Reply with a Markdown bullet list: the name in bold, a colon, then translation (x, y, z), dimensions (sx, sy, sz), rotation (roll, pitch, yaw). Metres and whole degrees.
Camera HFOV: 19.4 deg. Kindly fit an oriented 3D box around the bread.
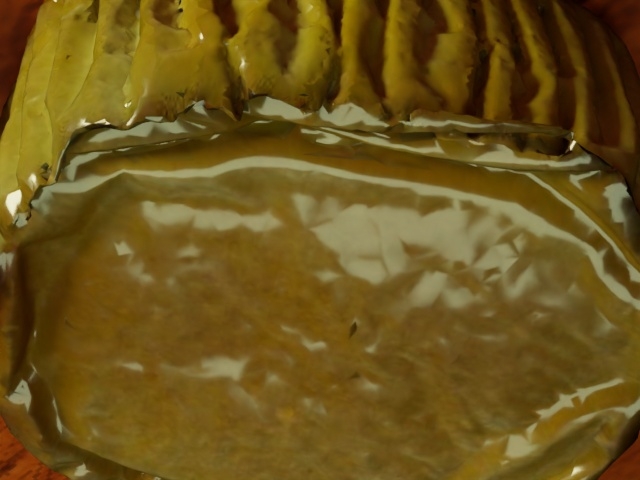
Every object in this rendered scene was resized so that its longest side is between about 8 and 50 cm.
- **bread**: translation (0.000, 0.000, 0.692), dimensions (0.253, 0.142, 0.227), rotation (15, 132, -7)
